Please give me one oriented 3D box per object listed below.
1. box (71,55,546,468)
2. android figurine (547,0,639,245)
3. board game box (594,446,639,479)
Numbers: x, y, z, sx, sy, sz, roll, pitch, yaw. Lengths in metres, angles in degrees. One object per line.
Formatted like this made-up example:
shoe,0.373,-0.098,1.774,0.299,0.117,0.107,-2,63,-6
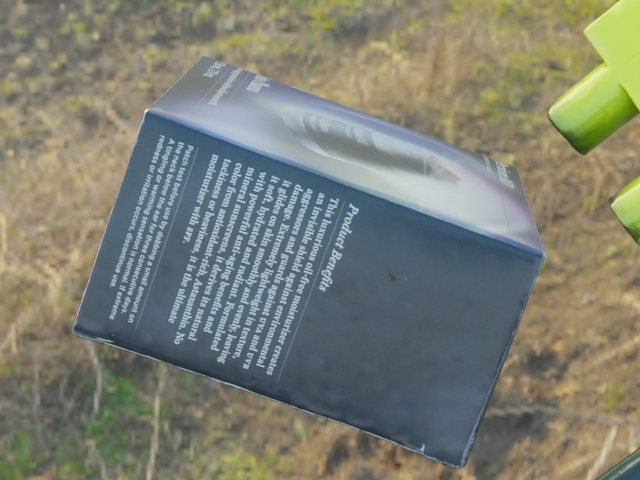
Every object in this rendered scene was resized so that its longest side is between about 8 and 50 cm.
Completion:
box,0.000,0.000,1.181,0.294,0.183,0.296,20,15,-2
android figurine,0.279,-0.120,0.954,0.056,0.273,0.248,29,26,-54
board game box,0.148,0.138,0.580,0.186,0.026,0.126,-32,85,-15
